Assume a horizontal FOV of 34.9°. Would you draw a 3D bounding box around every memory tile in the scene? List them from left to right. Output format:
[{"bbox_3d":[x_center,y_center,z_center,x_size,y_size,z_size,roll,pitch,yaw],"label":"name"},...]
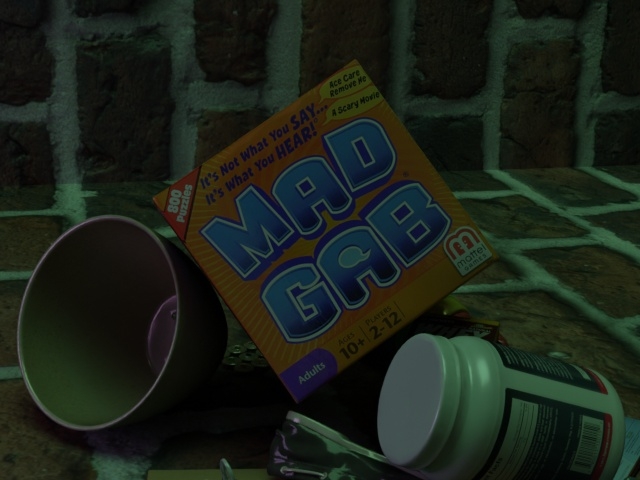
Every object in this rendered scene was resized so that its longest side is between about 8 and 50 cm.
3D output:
[{"bbox_3d":[-0.117,0.210,1.869,0.148,0.012,0.113,-12,22,-38],"label":"memory tile"}]

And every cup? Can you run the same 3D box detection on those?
[{"bbox_3d":[-0.284,0.146,1.642,0.331,0.331,0.237,14,-5,34],"label":"cup"}]

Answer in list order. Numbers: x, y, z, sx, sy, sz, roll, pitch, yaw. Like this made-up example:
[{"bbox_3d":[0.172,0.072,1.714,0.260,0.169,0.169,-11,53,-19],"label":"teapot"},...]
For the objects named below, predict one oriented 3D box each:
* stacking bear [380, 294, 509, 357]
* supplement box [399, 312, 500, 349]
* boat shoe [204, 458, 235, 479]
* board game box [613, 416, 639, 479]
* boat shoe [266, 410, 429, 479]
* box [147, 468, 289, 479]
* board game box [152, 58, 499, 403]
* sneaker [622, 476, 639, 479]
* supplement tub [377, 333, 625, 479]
[{"bbox_3d":[0.206,0.169,1.821,0.289,0.175,0.164,27,36,35],"label":"stacking bear"},{"bbox_3d":[0.187,0.234,1.523,0.129,0.194,0.191,6,18,14],"label":"supplement box"},{"bbox_3d":[-0.142,0.343,1.229,0.367,0.135,0.156,-2,34,10],"label":"boat shoe"},{"bbox_3d":[0.404,0.325,1.535,0.145,0.027,0.281,14,21,28],"label":"board game box"},{"bbox_3d":[0.080,0.337,1.374,0.335,0.095,0.112,21,-11,24],"label":"boat shoe"},{"bbox_3d":[-0.139,0.358,1.383,0.201,0.021,0.164,0,17,-6],"label":"box"},{"bbox_3d":[0.000,0.000,1.598,0.356,0.356,0.356,-35,-2,-5],"label":"board game box"},{"bbox_3d":[0.336,0.366,1.234,0.104,0.125,0.262,14,21,34],"label":"sneaker"},{"bbox_3d":[0.231,0.231,1.308,0.272,0.191,0.191,17,12,-20],"label":"supplement tub"}]
